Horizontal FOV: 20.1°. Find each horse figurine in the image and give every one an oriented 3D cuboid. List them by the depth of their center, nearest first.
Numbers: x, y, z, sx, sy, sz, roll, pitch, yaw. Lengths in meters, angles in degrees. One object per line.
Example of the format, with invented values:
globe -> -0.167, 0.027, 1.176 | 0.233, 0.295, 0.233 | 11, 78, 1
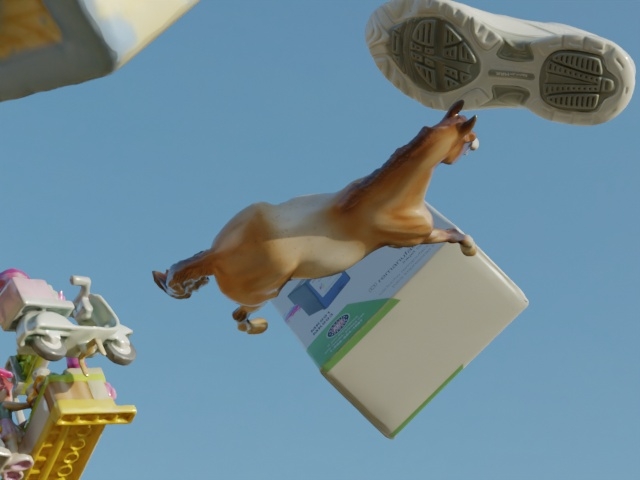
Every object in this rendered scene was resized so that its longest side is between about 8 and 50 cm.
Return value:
horse figurine -> 0.000, 0.000, 1.259 | 0.263, 0.066, 0.174 | -18, -20, 7

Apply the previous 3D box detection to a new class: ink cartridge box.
ink cartridge box -> 0.055, 0.045, 1.459 | 0.154, 0.212, 0.093 | -45, -71, 2

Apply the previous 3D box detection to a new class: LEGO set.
LEGO set -> -0.213, 0.117, 1.042 | 0.287, 0.107, 0.132 | -43, -41, 20

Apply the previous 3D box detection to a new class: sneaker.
sneaker -> 0.152, -0.148, 1.502 | 0.232, 0.090, 0.115 | 17, 15, 16

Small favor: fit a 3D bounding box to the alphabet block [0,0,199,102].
alphabet block -> -0.135, -0.189, 0.827 | 0.193, 0.197, 0.192 | -5, -57, 44
